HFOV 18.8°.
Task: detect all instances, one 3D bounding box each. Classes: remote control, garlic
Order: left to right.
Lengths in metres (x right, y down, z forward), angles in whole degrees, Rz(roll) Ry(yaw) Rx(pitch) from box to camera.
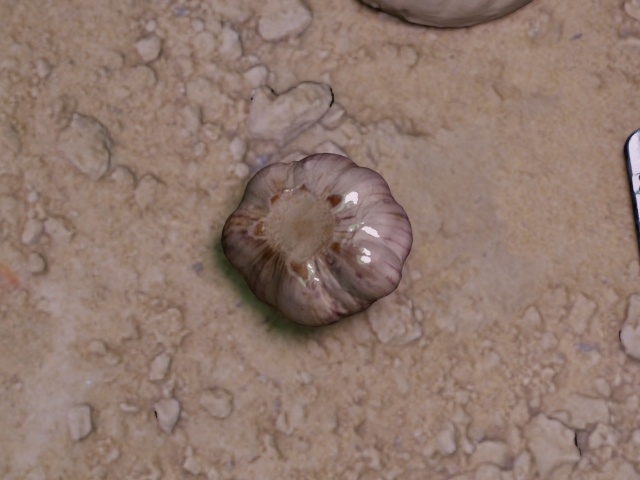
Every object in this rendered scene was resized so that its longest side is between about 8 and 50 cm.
[{"bbox_3d":[0.000,0.000,1.608,0.159,0.102,0.147,6,79,22],"label":"garlic"},{"bbox_3d":[0.291,-0.022,1.666,0.043,0.027,0.152,-7,81,-10],"label":"remote control"}]

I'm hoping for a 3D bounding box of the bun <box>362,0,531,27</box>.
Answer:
[{"bbox_3d":[0.113,-0.323,1.644,0.263,0.175,0.263,1,79,-5],"label":"bun"}]
